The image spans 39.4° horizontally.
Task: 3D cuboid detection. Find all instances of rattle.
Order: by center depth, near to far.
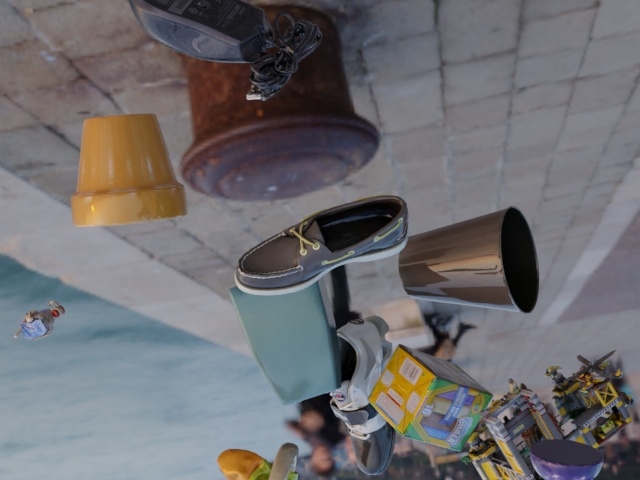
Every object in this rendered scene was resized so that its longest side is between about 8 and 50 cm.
[{"bbox_3d":[-0.107,0.377,1.376,0.143,0.130,0.199,28,-160,4],"label":"rattle"}]

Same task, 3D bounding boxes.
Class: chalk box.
[{"bbox_3d":[0.224,0.306,1.706,0.213,0.132,0.132,24,-172,-36],"label":"chalk box"}]

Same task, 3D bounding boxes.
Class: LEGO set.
[{"bbox_3d":[0.404,0.313,1.680,0.331,0.192,0.255,-32,-173,-6],"label":"LEGO set"}]

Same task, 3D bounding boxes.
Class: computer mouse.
[{"bbox_3d":[-0.150,-0.287,1.248,0.272,0.188,0.072,27,135,3],"label":"computer mouse"}]

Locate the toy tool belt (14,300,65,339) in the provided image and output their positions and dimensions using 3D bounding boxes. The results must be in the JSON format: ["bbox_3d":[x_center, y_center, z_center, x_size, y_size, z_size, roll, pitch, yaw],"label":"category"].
[{"bbox_3d":[-0.462,0.136,1.469,0.083,0.052,0.051,-25,-170,27],"label":"toy tool belt"}]

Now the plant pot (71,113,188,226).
[{"bbox_3d":[-0.350,-0.129,1.611,0.205,0.188,0.205,-5,-174,1],"label":"plant pot"}]

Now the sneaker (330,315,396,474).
[{"bbox_3d":[0.068,0.328,1.848,0.122,0.330,0.146,-3,-179,45],"label":"sneaker"}]

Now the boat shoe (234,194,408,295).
[{"bbox_3d":[0.000,0.000,1.097,0.228,0.081,0.068,-19,146,-12],"label":"boat shoe"}]

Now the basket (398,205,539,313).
[{"bbox_3d":[0.277,0.046,1.703,0.227,0.204,0.154,-6,-162,37],"label":"basket"}]

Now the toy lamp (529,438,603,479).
[{"bbox_3d":[0.238,0.340,0.894,0.080,0.274,0.080,2,-172,0],"label":"toy lamp"}]

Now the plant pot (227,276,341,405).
[{"bbox_3d":[-0.050,0.183,1.683,0.166,0.234,0.165,-18,170,4],"label":"plant pot"}]
